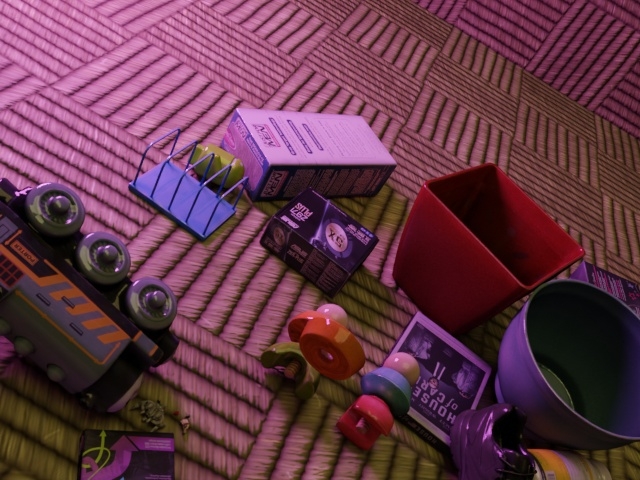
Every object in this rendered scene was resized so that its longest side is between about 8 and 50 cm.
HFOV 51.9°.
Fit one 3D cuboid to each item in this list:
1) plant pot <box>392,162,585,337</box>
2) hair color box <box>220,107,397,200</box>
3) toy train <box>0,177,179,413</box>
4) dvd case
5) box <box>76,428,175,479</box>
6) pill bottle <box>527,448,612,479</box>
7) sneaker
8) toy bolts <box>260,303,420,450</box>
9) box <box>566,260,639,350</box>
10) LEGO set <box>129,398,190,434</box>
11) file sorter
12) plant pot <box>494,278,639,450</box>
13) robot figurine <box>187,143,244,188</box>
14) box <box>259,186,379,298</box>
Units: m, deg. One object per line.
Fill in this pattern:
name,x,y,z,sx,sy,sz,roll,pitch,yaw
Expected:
plant pot,0.301,0.036,1.303,0.267,0.235,0.267,-18,61,-45
hair color box,-0.020,-0.186,1.428,0.347,0.105,0.173,-5,51,-38
toy train,-0.338,0.074,0.859,0.334,0.142,0.190,48,42,-16
dvd case,0.200,0.246,1.172,0.179,0.029,0.239,37,37,7
box,-0.235,0.310,0.799,0.116,0.029,0.162,10,45,-25
pill bottle,0.383,0.395,1.075,0.184,0.103,0.103,10,43,-27
sneaker,0.258,0.372,0.975,0.109,0.130,0.286,21,51,-20
toy bolts,0.060,0.178,1.011,0.228,0.218,0.158,43,52,2
box,0.577,0.192,1.383,0.142,0.163,0.247,25,38,-4
LEGO set,-0.216,0.236,0.898,0.083,0.023,0.054,8,44,-28
file sorter,-0.234,-0.106,1.195,0.170,0.104,0.118,36,38,3
plant pot,0.432,0.243,1.158,0.293,0.196,0.293,13,49,-15
robot figurine,-0.200,-0.145,1.290,0.115,0.067,0.101,28,8,-4
box,0.000,0.000,1.262,0.180,0.077,0.147,38,39,7
